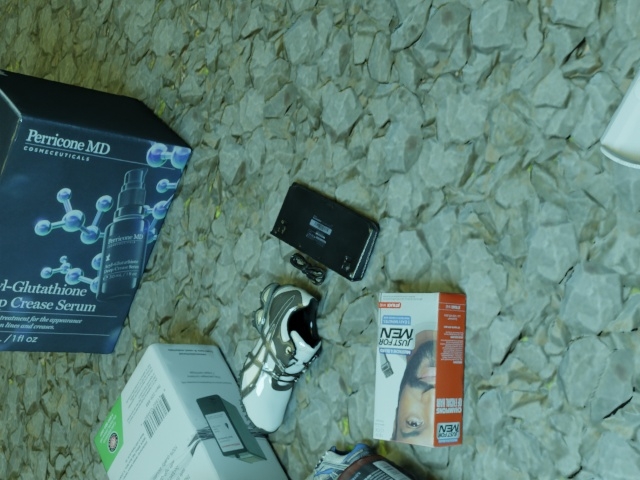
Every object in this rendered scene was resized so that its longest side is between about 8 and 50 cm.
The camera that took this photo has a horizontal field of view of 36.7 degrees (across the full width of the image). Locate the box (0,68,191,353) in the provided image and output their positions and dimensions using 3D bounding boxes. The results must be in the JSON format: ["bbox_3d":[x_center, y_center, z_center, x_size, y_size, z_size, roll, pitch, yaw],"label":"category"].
[{"bbox_3d":[-0.434,-0.038,1.531,0.212,0.293,0.396,41,114,42],"label":"box"}]

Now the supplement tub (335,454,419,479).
[{"bbox_3d":[0.102,0.317,1.028,0.198,0.106,0.106,27,104,46],"label":"supplement tub"}]

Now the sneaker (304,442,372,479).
[{"bbox_3d":[0.017,0.284,1.176,0.135,0.052,0.058,-28,54,34],"label":"sneaker"}]

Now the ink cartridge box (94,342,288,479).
[{"bbox_3d":[-0.178,0.317,1.323,0.211,0.121,0.289,-56,49,27],"label":"ink cartridge box"}]

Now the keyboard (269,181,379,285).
[{"bbox_3d":[0.000,0.000,1.251,0.180,0.023,0.108,29,100,47],"label":"keyboard"}]

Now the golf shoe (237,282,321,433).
[{"bbox_3d":[-0.049,0.155,1.241,0.093,0.077,0.198,6,89,48],"label":"golf shoe"}]

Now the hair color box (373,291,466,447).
[{"bbox_3d":[0.111,0.142,1.084,0.093,0.053,0.167,-4,82,47],"label":"hair color box"}]

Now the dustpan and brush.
[{"bbox_3d":[0.343,-0.108,0.859,0.211,0.060,0.147,42,115,43],"label":"dustpan and brush"}]
